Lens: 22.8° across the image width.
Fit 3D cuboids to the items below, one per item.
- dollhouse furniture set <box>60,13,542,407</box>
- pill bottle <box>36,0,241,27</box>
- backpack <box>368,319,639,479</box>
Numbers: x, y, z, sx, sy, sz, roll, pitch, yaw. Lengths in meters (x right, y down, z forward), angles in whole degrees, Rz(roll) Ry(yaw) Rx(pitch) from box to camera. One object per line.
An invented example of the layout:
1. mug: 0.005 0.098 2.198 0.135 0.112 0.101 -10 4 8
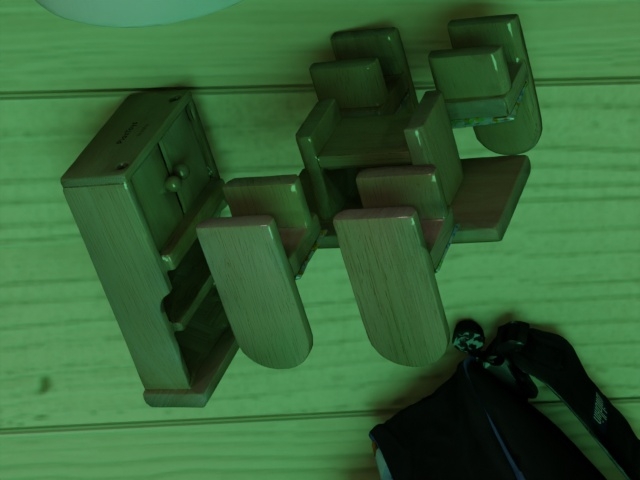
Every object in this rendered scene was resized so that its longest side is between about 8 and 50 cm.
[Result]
1. dollhouse furniture set: 0.000 0.000 0.909 0.242 0.212 0.161 -2 123 25
2. pill bottle: -0.091 -0.242 0.672 0.162 0.162 0.278 -9 128 -3
3. backpack: 0.151 0.238 1.048 0.213 0.276 0.263 -40 125 21
